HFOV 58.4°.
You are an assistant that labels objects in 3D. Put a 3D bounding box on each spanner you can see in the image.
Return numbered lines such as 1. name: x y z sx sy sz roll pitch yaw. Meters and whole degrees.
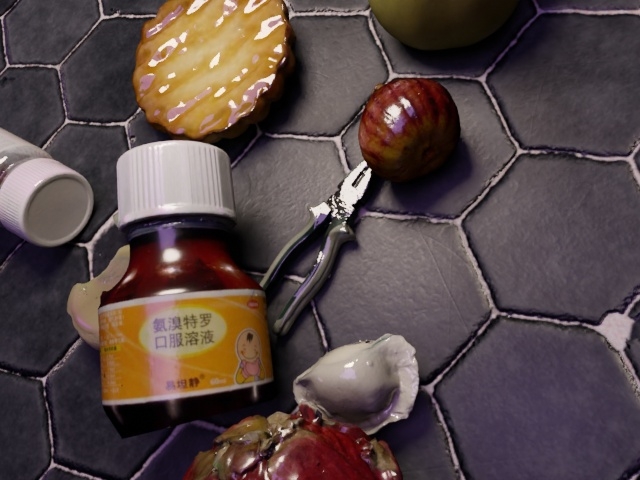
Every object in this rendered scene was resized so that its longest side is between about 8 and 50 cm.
1. spanner: 0.000 0.000 0.912 0.095 0.040 0.325 33 87 25

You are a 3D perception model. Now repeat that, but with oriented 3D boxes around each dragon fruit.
1. dragon fruit: -0.034 0.363 0.673 0.329 0.329 0.329 -5 72 17

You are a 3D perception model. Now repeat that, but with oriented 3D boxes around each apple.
1. apple: 0.196 -0.427 0.880 0.262 0.262 0.262 -5 72 17

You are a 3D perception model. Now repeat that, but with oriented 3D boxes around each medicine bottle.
1. medicine bottle: -0.206 0.064 0.826 0.242 0.242 0.395 -14 80 14
2. medicine bottle: -0.573 -0.106 1.066 0.273 0.165 0.165 27 83 22

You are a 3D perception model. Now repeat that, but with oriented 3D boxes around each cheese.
1. cheese: -0.295 0.061 0.970 0.286 0.082 0.163 -44 67 -2

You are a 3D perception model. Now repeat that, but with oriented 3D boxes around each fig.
1. fig: 0.135 -0.186 0.866 0.149 0.148 0.202 -2 72 16

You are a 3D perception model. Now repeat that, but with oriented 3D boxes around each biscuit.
1. biscuit: -0.189 -0.320 1.039 0.325 0.107 0.326 -6 73 20

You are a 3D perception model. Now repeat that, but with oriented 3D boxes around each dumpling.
1. dumpling: 0.055 0.206 0.801 0.188 0.108 0.127 -22 91 11

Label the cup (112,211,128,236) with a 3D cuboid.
1. cup: -0.315 -0.041 1.020 0.083 0.054 0.075 -38 65 1
